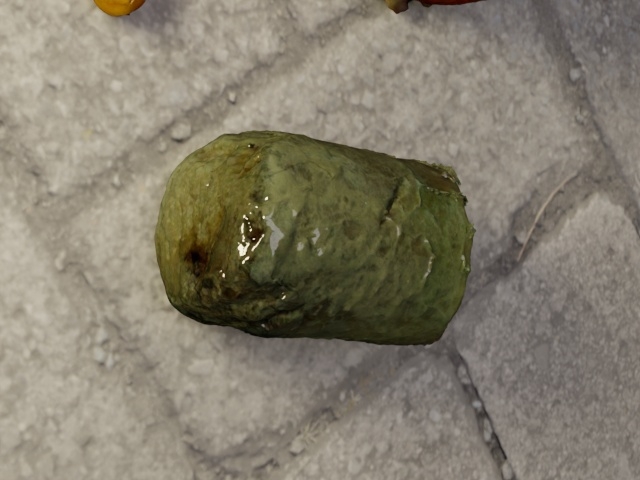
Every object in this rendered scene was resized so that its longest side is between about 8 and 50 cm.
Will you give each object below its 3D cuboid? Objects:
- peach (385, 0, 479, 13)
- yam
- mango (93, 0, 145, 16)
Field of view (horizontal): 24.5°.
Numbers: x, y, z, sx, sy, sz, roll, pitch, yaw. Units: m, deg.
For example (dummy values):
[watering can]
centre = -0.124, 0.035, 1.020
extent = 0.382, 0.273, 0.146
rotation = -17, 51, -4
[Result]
[peach]
centre = 0.138, -0.417, 1.453
extent = 0.339, 0.353, 0.416
rotation = -44, 159, -20
[yam]
centre = 0.000, 0.000, 1.416
extent = 0.300, 0.195, 0.195
rotation = 7, 89, -39
[mango]
centre = -0.181, -0.248, 1.344
extent = 0.060, 0.046, 0.089
rotation = 12, 82, -37
